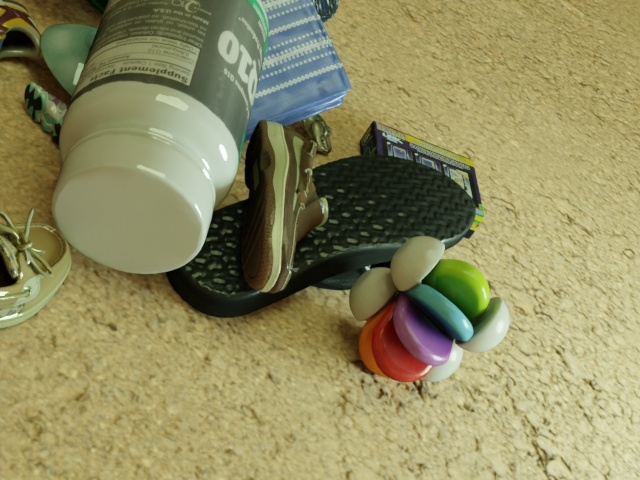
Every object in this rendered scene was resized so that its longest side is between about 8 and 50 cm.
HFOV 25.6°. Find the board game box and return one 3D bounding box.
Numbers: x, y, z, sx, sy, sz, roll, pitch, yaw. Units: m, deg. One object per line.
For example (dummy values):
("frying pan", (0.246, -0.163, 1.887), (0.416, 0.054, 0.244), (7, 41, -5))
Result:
("board game box", (0.142, -0.087, 2.005), (0.170, 0.048, 0.141), (21, 34, -17))

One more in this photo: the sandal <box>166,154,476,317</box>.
("sandal", (-0.002, -0.001, 1.755), (0.445, 0.107, 0.167), (-16, 57, -33))

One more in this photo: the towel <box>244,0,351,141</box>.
("towel", (-0.129, -0.297, 1.867), (0.243, 0.040, 0.336), (-23, 86, -17))

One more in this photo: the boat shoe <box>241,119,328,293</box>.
("boat shoe", (-0.033, -0.041, 1.639), (0.095, 0.095, 0.257), (15, 46, -17))

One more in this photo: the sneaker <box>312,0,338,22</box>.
("sneaker", (-0.066, -0.350, 2.160), (0.082, 0.069, 0.209), (16, 31, 38))

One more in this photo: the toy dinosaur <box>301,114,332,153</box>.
("toy dinosaur", (-0.062, -0.239, 1.949), (0.118, 0.064, 0.268), (-24, 105, -33))

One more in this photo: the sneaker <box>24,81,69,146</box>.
("sneaker", (-0.317, -0.157, 1.734), (0.069, 0.038, 0.098), (-19, 69, -51))

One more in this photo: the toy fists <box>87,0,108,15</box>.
("toy fists", (-0.203, -0.330, 1.985), (0.279, 0.096, 0.142), (35, 50, 4))

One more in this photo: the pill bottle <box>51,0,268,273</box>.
("pill bottle", (-0.184, -0.149, 1.629), (0.204, 0.204, 0.361), (23, 47, -14))

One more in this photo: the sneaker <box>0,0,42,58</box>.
("sneaker", (-0.432, -0.266, 1.742), (0.185, 0.070, 0.084), (-1, 42, -38))

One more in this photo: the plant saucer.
("plant saucer", (-0.268, -0.220, 1.809), (0.195, 0.037, 0.195), (35, 27, -21))

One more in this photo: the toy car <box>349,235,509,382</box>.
("toy car", (0.118, 0.098, 1.646), (0.159, 0.182, 0.136), (44, 38, -10))

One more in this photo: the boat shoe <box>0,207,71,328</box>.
("boat shoe", (-0.348, 0.035, 1.421), (0.104, 0.089, 0.285), (41, 34, 12))
